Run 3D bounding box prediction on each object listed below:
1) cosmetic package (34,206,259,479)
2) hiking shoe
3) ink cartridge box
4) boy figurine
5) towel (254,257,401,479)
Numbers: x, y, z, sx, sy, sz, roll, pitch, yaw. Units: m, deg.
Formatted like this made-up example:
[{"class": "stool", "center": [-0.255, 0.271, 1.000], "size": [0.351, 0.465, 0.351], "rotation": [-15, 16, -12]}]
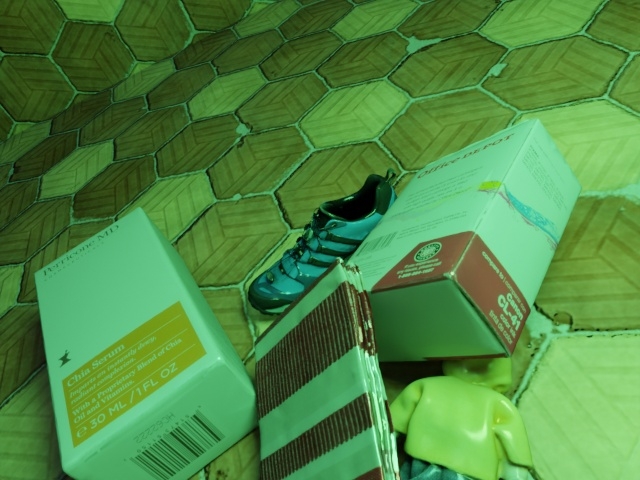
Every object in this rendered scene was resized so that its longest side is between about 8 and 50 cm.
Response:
[{"class": "cosmetic package", "center": [-0.289, 0.153, 0.845], "size": [0.230, 0.161, 0.453], "rotation": [-35, 41, -10]}, {"class": "hiking shoe", "center": [0.000, 0.000, 0.872], "size": [0.304, 0.132, 0.113], "rotation": [-34, 41, -8]}, {"class": "ink cartridge box", "center": [0.175, 0.003, 0.695], "size": [0.226, 0.131, 0.306], "rotation": [-20, 24, 52]}, {"class": "boy figurine", "center": [0.146, 0.220, 0.597], "size": [0.177, 0.092, 0.285], "rotation": [2, 47, 30]}, {"class": "towel", "center": [-0.004, 0.212, 0.591], "size": [0.237, 0.037, 0.329], "rotation": [-46, 40, 39]}]
